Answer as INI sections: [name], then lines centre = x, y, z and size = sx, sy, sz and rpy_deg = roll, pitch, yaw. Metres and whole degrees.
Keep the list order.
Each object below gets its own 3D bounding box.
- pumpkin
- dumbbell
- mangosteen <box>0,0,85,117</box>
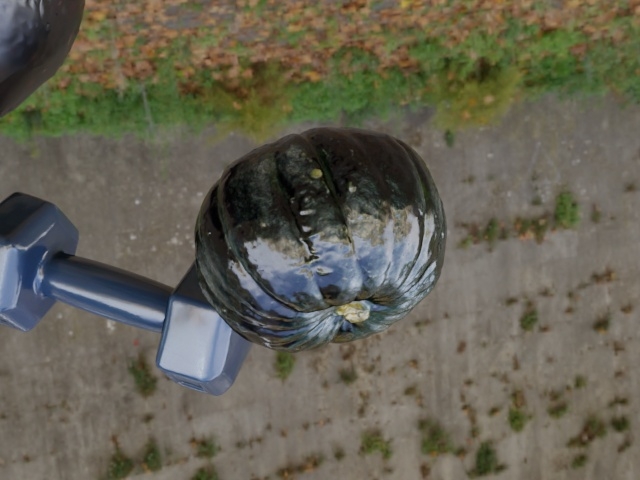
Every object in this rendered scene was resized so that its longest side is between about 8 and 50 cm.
[pumpkin]
centre = 0.000, 0.000, 0.665
size = 0.220, 0.162, 0.220
rpy_deg = -19, 151, -11
[dumbbell]
centre = -0.226, 0.058, 0.858
size = 0.316, 0.144, 0.156
rpy_deg = 16, -140, 11
[mangosteen]
centre = -0.284, -0.214, 0.522
size = 0.288, 0.288, 0.288
rpy_deg = -8, -177, 0
